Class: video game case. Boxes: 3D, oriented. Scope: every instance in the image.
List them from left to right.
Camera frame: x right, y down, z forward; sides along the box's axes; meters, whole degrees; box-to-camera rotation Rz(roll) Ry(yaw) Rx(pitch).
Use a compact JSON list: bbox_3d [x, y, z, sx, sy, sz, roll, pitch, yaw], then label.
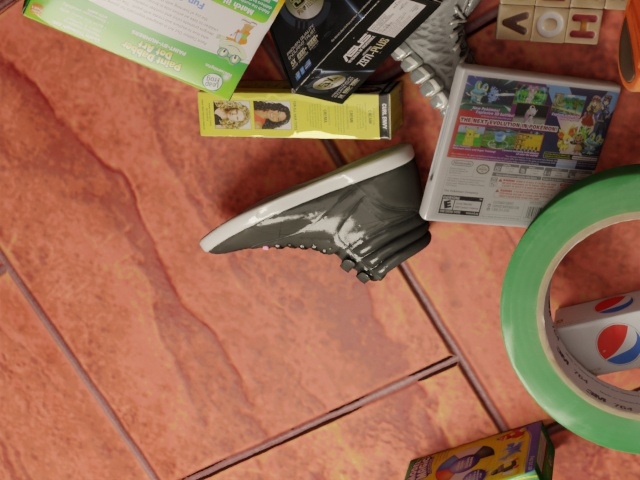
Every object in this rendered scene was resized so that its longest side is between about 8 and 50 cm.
[{"bbox_3d":[0.225,-0.102,1.339,0.201,0.023,0.183,4,115,-19],"label":"video game case"}]

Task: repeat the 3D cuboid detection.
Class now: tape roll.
[{"bbox_3d":[0.366,0.076,1.322,0.321,0.077,0.321,4,103,16],"label":"tape roll"}]

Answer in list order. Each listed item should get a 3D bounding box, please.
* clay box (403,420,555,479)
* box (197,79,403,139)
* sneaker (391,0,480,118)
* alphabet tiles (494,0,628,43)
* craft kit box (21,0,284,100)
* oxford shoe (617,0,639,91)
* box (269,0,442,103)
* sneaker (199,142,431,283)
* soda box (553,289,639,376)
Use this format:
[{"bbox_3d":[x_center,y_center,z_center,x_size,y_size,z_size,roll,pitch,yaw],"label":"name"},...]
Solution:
[{"bbox_3d":[0.184,0.309,1.504,0.222,0.127,0.053,-21,103,20],"label":"clay box"},{"bbox_3d":[-0.022,-0.157,1.401,0.232,0.087,0.058,2,109,15],"label":"box"},{"bbox_3d":[0.158,-0.223,1.329,0.132,0.086,0.229,-42,95,22],"label":"sneaker"},{"bbox_3d":[0.259,-0.329,1.263,0.198,0.009,0.237,1,112,-9],"label":"alphabet tiles"},{"bbox_3d":[-0.153,-0.299,1.254,0.250,0.061,0.246,21,119,-22],"label":"craft kit box"},{"bbox_3d":[0.412,-0.294,1.174,0.133,0.130,0.364,3,145,-7],"label":"oxford shoe"},{"bbox_3d":[0.027,-0.263,1.287,0.180,0.077,0.147,-42,55,38],"label":"box"},{"bbox_3d":[0.000,0.000,1.442,0.296,0.104,0.147,-20,99,16],"label":"sneaker"},{"bbox_3d":[0.390,0.101,1.402,0.216,0.069,0.074,-15,105,19],"label":"soda box"}]
